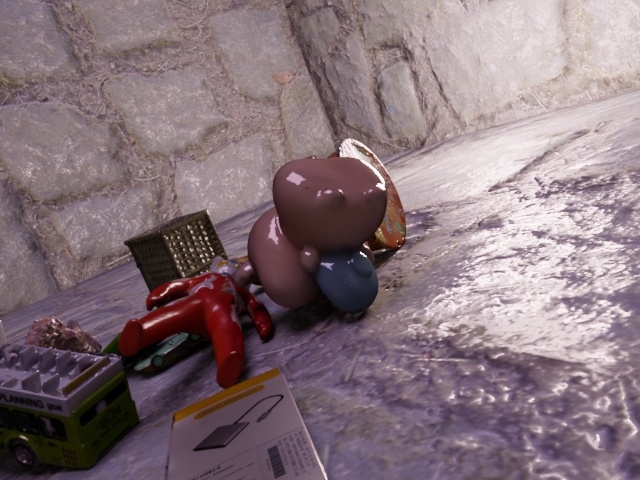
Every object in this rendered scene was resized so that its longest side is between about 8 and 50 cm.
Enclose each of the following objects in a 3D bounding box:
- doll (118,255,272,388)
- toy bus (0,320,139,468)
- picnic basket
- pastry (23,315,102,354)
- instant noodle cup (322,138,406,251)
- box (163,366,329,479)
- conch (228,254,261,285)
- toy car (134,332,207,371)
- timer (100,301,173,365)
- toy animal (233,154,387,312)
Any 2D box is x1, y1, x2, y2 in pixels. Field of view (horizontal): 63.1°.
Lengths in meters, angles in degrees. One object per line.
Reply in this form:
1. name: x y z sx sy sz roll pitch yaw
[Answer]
1. doll: -0.164 0.103 0.804 0.188 0.099 0.384 18 8 -5
2. toy bus: -0.381 0.182 0.641 0.301 0.139 0.113 3 19 18
3. picnic basket: -0.278 0.059 1.039 0.154 0.196 0.134 -11 17 37
4. pastry: -0.430 0.193 0.881 0.103 0.112 0.265 -52 8 -20
5. instant noodle cup: 0.034 -0.059 1.029 0.182 0.230 0.230 -24 7 31
6. box: -0.069 0.188 0.448 0.129 0.033 0.247 -23 11 -9
7. conch: -0.110 0.047 1.072 0.232 0.086 0.080 -24 11 -27
8. toy car: -0.233 0.172 0.821 0.122 0.035 0.059 -36 17 -30
9. timer: -0.292 0.160 0.866 0.128 0.047 0.140 -40 -4 29
10. toy animal: -0.009 -0.017 0.782 0.210 0.221 0.229 -7 11 -33
